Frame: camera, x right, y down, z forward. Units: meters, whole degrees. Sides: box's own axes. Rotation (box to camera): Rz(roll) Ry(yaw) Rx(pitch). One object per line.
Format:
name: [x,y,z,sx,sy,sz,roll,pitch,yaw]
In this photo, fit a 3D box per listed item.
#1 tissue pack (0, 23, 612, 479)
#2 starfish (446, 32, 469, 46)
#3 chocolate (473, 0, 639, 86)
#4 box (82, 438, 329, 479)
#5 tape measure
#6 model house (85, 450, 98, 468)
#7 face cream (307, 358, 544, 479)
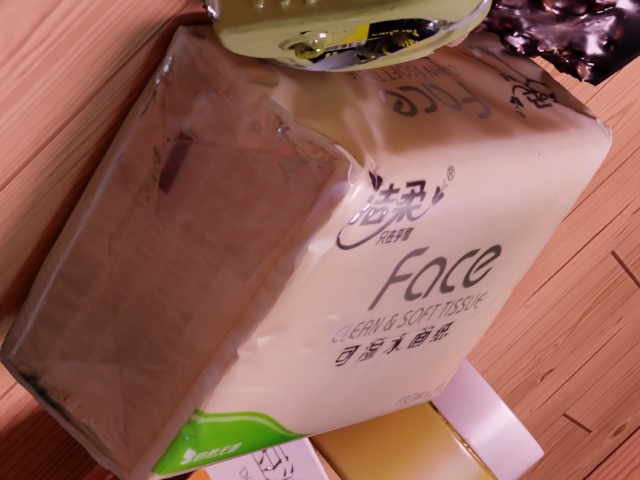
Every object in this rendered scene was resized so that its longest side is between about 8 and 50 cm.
tissue pack: [0.000,0.000,1.501,0.405,0.205,0.331,-11,139,-55]
starfish: [0.155,-0.269,1.351,0.375,0.094,0.327,-19,158,-6]
chocolate: [0.170,-0.201,1.538,0.133,0.156,0.156,-6,142,-30]
box: [-0.119,0.368,1.624,0.385,0.122,0.344,-46,122,-35]
tape measure: [0.027,-0.174,1.261,0.200,0.106,0.175,-13,171,3]
model house: [-0.149,0.195,1.752,0.088,0.100,0.100,-27,153,-34]
face cream: [0.103,0.207,2.052,0.179,0.218,0.218,-41,159,-1]
